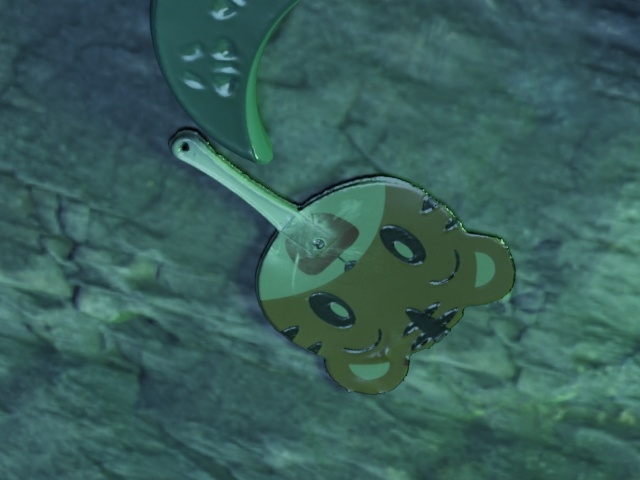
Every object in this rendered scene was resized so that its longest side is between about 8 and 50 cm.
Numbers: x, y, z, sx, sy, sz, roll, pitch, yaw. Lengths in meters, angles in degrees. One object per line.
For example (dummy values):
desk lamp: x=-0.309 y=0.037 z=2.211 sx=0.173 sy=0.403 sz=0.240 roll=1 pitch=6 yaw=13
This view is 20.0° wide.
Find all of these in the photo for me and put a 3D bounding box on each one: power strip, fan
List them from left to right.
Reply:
power strip: x=-0.014 y=-0.149 z=1.022 sx=0.137 sy=0.044 sz=0.216 roll=37 pitch=117 yaw=-16
fan: x=0.000 y=0.000 z=1.130 sx=0.227 sy=0.008 sz=0.152 roll=37 pitch=117 yaw=-18
